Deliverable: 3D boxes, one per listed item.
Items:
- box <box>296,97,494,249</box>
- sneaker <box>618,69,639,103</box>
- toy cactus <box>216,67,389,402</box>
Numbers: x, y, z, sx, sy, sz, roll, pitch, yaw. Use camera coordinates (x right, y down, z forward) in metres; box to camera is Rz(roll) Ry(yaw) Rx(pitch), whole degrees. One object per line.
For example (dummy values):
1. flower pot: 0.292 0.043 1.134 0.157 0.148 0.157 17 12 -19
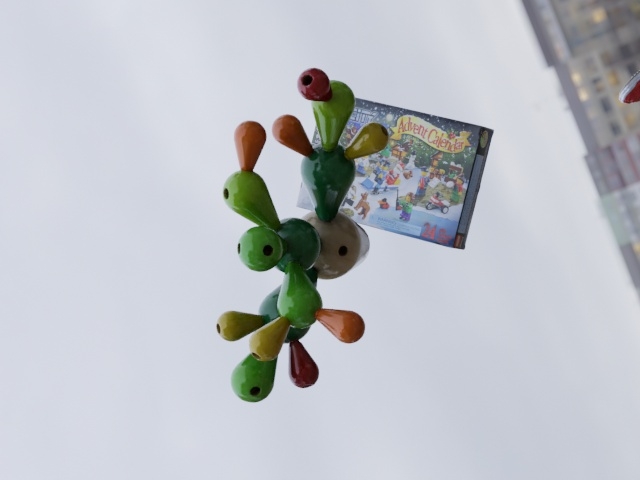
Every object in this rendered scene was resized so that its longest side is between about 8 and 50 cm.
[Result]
1. box: 0.094 -0.092 2.137 0.044 0.233 0.159 6 -82 -63
2. sneaker: 0.367 -0.155 1.692 0.067 0.118 0.042 55 160 20
3. toy cactus: 0.000 0.000 1.102 0.180 0.112 0.219 0 -85 -71
